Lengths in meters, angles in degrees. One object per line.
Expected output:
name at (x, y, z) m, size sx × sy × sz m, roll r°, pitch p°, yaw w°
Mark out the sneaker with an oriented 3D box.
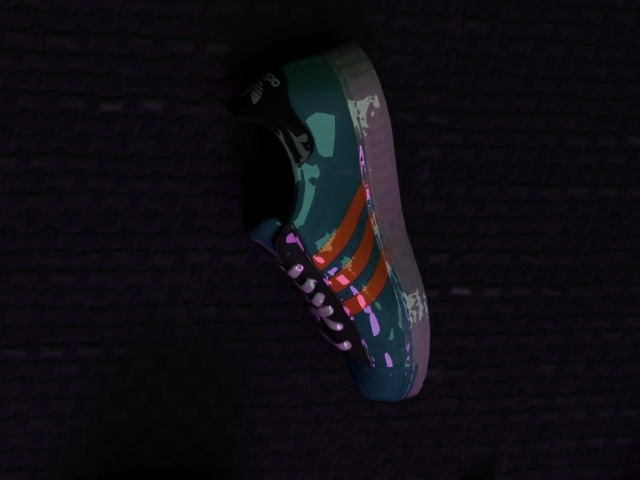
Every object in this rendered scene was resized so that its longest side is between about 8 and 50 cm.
sneaker at (0.000, 0.000, 1.484) m, size 0.121 × 0.108 × 0.302 m, roll -20°, pitch 114°, yaw -17°
